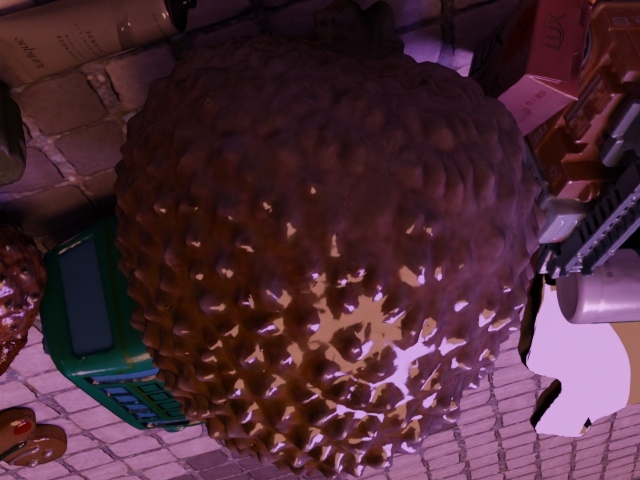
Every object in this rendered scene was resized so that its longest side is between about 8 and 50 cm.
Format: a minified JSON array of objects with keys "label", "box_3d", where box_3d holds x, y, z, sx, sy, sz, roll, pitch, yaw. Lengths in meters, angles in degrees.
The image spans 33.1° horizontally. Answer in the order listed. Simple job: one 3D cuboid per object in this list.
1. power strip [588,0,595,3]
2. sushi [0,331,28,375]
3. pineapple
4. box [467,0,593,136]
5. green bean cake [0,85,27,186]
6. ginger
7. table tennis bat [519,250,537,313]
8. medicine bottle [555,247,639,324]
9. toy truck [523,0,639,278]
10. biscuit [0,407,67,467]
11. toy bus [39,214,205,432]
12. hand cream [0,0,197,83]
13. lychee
[{"label":"power strip","box_3d":[0.232,-0.263,0.968,0.028,0.049,0.178,-14,152,13]},{"label":"sushi","box_3d":[-0.415,0.144,1.380,0.118,0.062,0.060,-28,-179,26]},{"label":"pineapple","box_3d":[-0.437,0.026,1.074,0.310,0.141,0.170,14,-176,-45]},{"label":"box","box_3d":[0.192,-0.162,1.026,0.060,0.111,0.156,22,155,-14]},{"label":"green bean cake","box_3d":[-0.373,-0.103,0.930,0.183,0.094,0.185,-19,150,9]},{"label":"ginger","box_3d":[0.415,0.087,1.507,0.358,0.211,0.414,-22,114,2]},{"label":"table tennis bat","box_3d":[0.049,0.056,1.165,0.414,0.268,0.051,-39,162,-7]},{"label":"medicine bottle","box_3d":[0.428,0.054,1.331,0.259,0.095,0.095,-1,149,-8]},{"label":"toy truck","box_3d":[0.297,-0.089,1.162,0.132,0.185,0.338,-4,150,-19]},{"label":"biscuit","box_3d":[-0.516,0.308,1.635,0.196,0.049,0.301,-31,148,31]},{"label":"toy bus","box_3d":[-0.194,0.110,1.273,0.199,0.184,0.343,-17,155,2]},{"label":"hand cream","box_3d":[-0.194,-0.183,0.921,0.186,0.054,0.087,-14,148,13]},{"label":"lychee","box_3d":[0.000,0.000,0.958,0.380,0.432,0.380,9,-173,-1]}]
